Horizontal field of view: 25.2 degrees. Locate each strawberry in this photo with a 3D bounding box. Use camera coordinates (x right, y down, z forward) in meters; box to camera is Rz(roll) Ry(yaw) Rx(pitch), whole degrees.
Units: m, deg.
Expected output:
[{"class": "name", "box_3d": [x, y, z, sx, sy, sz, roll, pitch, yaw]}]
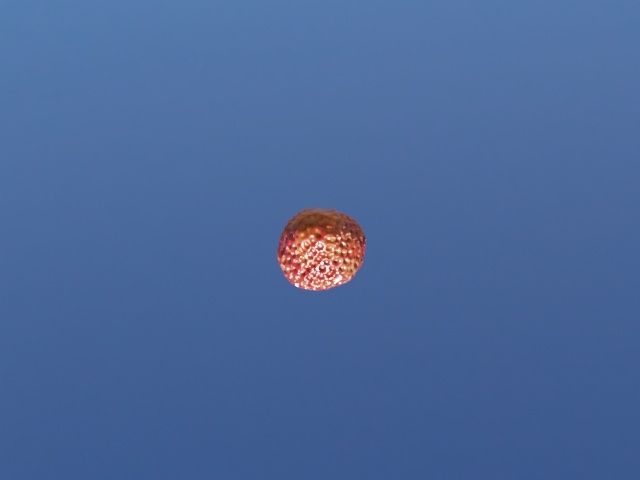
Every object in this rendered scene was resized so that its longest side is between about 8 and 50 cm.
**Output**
[{"class": "strawberry", "box_3d": [0.000, 0.000, 1.143, 0.073, 0.083, 0.073, -3, -121, 5]}]
